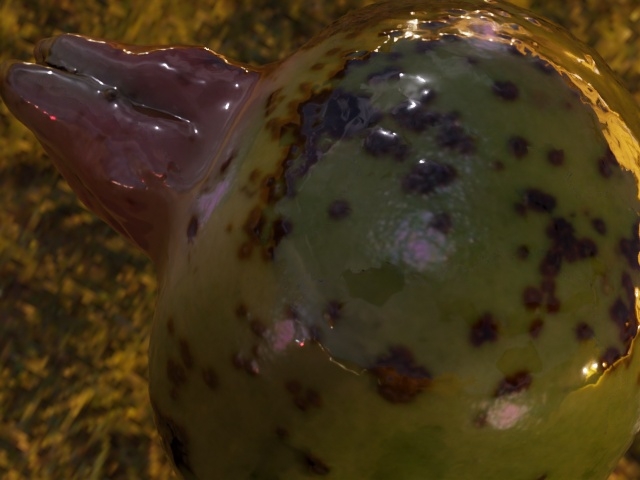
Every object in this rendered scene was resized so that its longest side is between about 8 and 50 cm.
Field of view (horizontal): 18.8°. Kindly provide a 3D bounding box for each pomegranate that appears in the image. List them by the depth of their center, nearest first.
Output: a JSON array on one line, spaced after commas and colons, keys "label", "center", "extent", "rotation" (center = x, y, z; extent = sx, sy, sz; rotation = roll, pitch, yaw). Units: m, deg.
[{"label": "pomegranate", "center": [0.000, 0.000, 0.670], "extent": [0.248, 0.214, 0.214], "rotation": [28, 46, 1]}]
